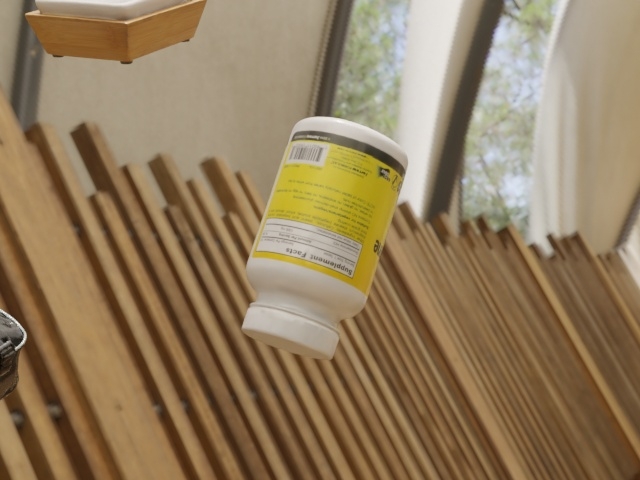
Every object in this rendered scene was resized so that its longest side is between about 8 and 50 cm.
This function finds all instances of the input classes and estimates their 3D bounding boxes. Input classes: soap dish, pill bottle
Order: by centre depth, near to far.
[{"bbox_3d":[0.000,0.000,1.639,0.188,0.333,0.188,17,-12,4],"label":"pill bottle"},{"bbox_3d":[-0.387,-0.428,2.115,0.229,0.118,0.291,9,23,23],"label":"soap dish"}]

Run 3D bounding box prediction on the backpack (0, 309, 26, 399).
[{"bbox_3d":[-0.530,0.139,1.386,0.225,0.253,0.191,-36,-20,-49],"label":"backpack"}]
